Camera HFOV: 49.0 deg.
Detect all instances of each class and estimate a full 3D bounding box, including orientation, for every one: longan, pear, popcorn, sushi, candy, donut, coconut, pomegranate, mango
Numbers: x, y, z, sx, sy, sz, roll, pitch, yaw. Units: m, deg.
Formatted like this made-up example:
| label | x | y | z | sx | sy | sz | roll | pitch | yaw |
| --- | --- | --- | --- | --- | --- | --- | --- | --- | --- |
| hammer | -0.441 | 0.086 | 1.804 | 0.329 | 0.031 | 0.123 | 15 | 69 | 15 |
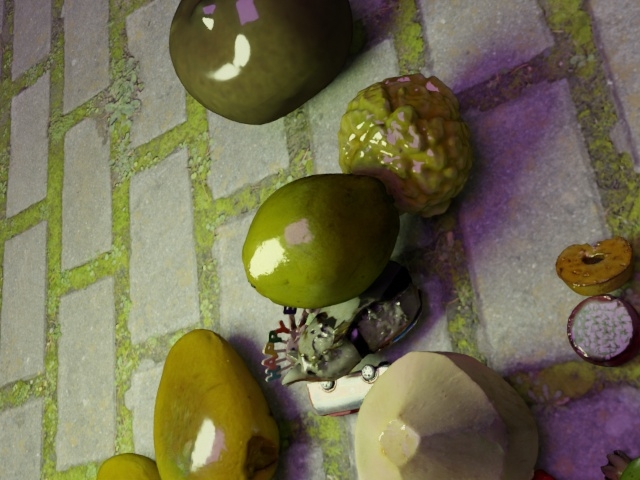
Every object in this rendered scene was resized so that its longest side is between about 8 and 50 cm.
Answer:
| label | x | y | z | sx | sy | sz | roll | pitch | yaw |
| --- | --- | --- | --- | --- | --- | --- | --- | --- | --- |
| longan | -0.119 | -0.397 | 1.362 | 0.361 | 0.361 | 0.361 | -11 | 70 | 35 |
| pear | 0.000 | 0.000 | 1.118 | 0.269 | 0.212 | 0.212 | -31 | 59 | 5 |
| popcorn | 0.142 | -0.159 | 1.177 | 0.259 | 0.259 | 0.212 | 22 | 66 | 39 |
| sushi | 0.057 | 0.161 | 1.178 | 0.273 | 0.109 | 0.134 | -52 | 26 | -7 |
| candy | 0.402 | 0.127 | 0.992 | 0.103 | 0.043 | 0.103 | -11 | 71 | 35 |
| donut | 0.395 | 0.041 | 1.005 | 0.108 | 0.043 | 0.097 | -11 | 37 | 41 |
| coconut | 0.171 | 0.284 | 0.995 | 0.259 | 0.259 | 0.259 | -11 | 70 | 35 |
| pomegranate | 0.419 | 0.317 | 0.893 | 0.142 | 0.114 | 0.115 | 18 | 88 | 64 |
| mango | -0.352 | 0.557 | 1.388 | 0.195 | 0.142 | 0.332 | -39 | 50 | 15 |
| mango | -0.208 | 0.334 | 1.312 | 0.253 | 0.182 | 0.365 | -36 | 59 | 26 |

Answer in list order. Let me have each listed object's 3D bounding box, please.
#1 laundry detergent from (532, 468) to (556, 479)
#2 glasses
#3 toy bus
| label | x | y | z | sx | sy | sz | roll | pitch | yaw |
| --- | --- | --- | --- | --- | --- | --- | --- | --- | --- |
| laundry detergent | 0.358 | 0.371 | 0.953 | 0.097 | 0.049 | 0.165 | -50 | 52 | 2 |
| glasses | -0.045 | 0.129 | 1.262 | 0.095 | 0.162 | 0.255 | 3 | 79 | 42 |
| toy bus | 0.067 | 0.254 | 1.202 | 0.192 | 0.065 | 0.077 | -20 | 73 | 32 |
